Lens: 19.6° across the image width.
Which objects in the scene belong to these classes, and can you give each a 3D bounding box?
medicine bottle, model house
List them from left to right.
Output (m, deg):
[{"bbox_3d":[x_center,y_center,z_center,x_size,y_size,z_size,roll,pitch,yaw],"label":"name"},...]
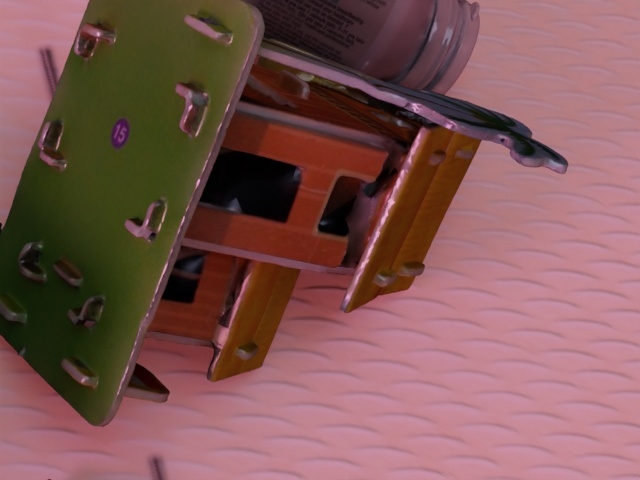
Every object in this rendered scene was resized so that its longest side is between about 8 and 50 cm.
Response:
[{"bbox_3d":[0.000,0.000,1.309,0.323,0.340,0.300,11,106,-41],"label":"model house"},{"bbox_3d":[0.015,-0.194,1.471,0.215,0.135,0.135,26,62,-20],"label":"medicine bottle"}]

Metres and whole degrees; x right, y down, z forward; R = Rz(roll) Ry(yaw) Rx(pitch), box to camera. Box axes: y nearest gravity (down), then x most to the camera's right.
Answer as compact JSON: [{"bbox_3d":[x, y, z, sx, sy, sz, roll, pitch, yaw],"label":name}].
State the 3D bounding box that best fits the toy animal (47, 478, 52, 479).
[{"bbox_3d":[-0.193,0.265,1.250,0.069,0.086,0.220,0,67,27],"label":"toy animal"}]
